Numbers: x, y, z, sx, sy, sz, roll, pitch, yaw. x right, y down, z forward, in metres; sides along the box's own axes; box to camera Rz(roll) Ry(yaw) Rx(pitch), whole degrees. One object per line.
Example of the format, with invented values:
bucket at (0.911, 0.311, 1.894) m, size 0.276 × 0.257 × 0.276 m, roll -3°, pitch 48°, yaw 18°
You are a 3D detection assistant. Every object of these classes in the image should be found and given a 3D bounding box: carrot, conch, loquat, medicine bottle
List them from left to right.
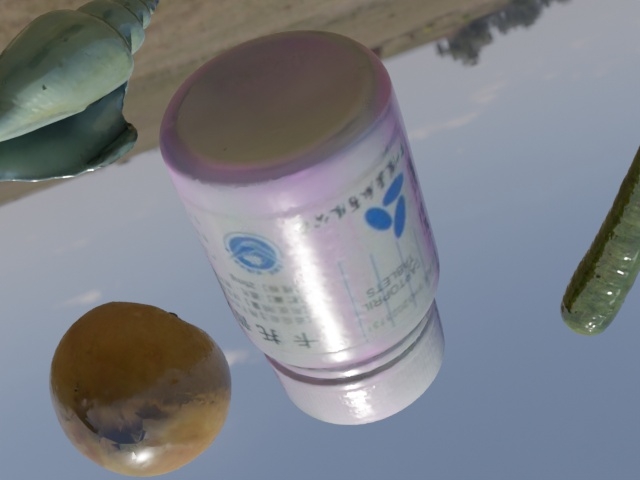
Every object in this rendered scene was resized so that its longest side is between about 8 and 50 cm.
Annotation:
conch at (-0.149, -0.092, 0.693) m, size 0.065 × 0.088 × 0.180 m, roll 20°, pitch -123°, yaw 39°
loquat at (-0.256, 0.207, 1.675) m, size 0.263 × 0.263 × 0.263 m, roll -20°, pitch -172°, yaw 3°
medicine bottle at (0.000, 0.000, 0.780) m, size 0.152 × 0.254 × 0.152 m, roll -10°, pitch -137°, yaw 10°
carrot at (0.371, -0.023, 1.397) m, size 0.074 × 0.358 × 0.074 m, roll 8°, pitch -139°, yaw -7°
